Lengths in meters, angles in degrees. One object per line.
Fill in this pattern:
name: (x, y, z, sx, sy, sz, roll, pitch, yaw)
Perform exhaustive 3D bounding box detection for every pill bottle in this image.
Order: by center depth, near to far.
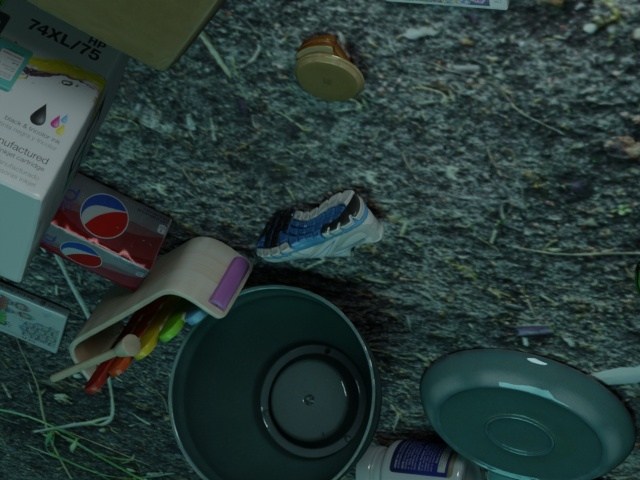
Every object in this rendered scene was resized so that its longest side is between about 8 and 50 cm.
pill bottle: (0.157, 0.374, 2.069, 0.187, 0.112, 0.112, 1, 144, 29)

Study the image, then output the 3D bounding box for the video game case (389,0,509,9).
video game case: (0.113, -0.254, 1.219, 0.122, 0.011, 0.087, 8, 146, 19)

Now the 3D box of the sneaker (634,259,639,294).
sneaker: (0.505, 0.081, 1.429, 0.343, 0.134, 0.146, 33, 154, -3)

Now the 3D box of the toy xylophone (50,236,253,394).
toy xylophone: (-0.246, 0.115, 1.794, 0.081, 0.236, 0.323, 46, 140, -17)

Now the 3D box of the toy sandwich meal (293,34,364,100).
toy sandwich meal: (0.009, -0.181, 1.378, 0.085, 0.029, 0.085, 12, 151, 7)

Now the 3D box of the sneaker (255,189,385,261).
sneaker: (0.000, 0.000, 1.625, 0.191, 0.071, 0.083, -14, 141, 43)

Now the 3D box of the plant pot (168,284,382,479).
plant pot: (-0.039, 0.220, 1.821, 0.293, 0.293, 0.196, 8, 173, 19)

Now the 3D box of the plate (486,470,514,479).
plate: (0.356, 0.384, 2.057, 0.188, 0.024, 0.188, 14, 147, 9)

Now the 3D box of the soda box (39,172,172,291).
soda box: (-0.339, -0.035, 1.736, 0.263, 0.092, 0.083, 27, 149, -11)

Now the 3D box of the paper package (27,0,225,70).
paper package: (-0.177, -0.336, 1.109, 0.309, 0.168, 0.325, 27, 147, -14)

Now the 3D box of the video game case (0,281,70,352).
video game case: (-0.489, 0.124, 2.138, 0.143, 0.019, 0.157, 23, 148, -6)

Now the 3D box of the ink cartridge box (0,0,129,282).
ink cartridge box: (-0.348, -0.140, 1.408, 0.198, 0.270, 0.197, 24, 147, -7)

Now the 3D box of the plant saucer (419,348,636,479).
plant saucer: (0.290, 0.267, 1.873, 0.318, 0.043, 0.317, 15, 145, 11)
